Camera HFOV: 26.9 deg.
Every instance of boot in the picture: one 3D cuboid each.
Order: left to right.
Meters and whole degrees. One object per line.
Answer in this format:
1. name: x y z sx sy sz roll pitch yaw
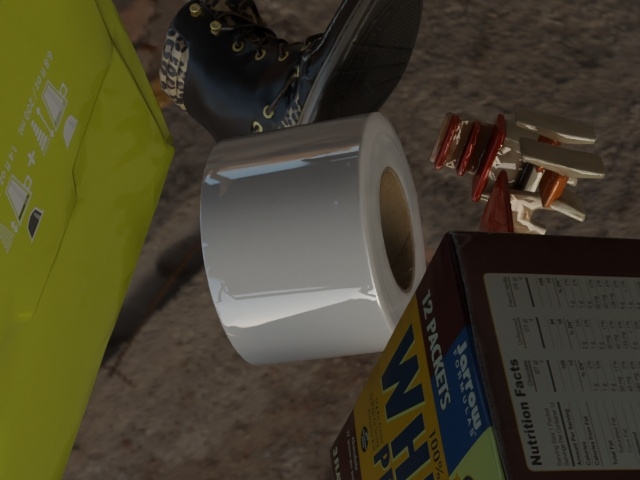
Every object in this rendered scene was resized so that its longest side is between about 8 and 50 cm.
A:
1. boot: -0.050 -0.233 1.668 0.284 0.138 0.377 47 130 27

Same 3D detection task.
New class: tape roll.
1. tape roll: 0.000 0.000 1.377 0.169 0.246 0.246 -8 90 18

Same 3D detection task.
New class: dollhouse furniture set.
1. dollhouse furniture set: 0.199 -0.039 1.521 0.135 0.259 0.262 15 122 -6

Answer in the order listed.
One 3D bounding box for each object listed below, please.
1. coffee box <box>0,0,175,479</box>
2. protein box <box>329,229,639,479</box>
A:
1. coffee box: -0.315 -0.032 0.763 0.334 0.338 0.338 7 61 14
2. protein box: 0.131 0.110 0.604 0.200 0.201 0.136 113 155 -51
